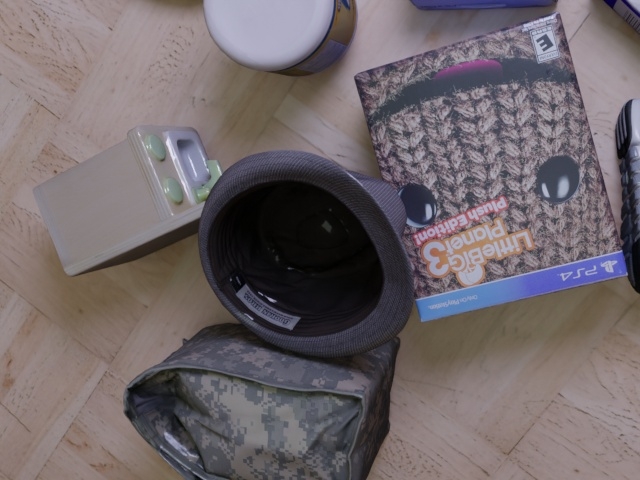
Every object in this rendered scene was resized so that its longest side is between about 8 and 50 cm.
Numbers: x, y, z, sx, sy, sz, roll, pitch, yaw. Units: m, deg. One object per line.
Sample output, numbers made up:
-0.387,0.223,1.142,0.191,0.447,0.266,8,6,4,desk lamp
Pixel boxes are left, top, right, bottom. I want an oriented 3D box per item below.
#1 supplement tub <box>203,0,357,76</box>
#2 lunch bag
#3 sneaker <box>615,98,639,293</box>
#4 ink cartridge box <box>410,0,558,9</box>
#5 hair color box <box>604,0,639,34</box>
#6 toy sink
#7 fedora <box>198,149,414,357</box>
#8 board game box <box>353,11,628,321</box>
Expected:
-0.037,-0.264,0.995,0.145,0.200,0.144,2,99,13,supplement tub
-0.068,0.192,1.045,0.287,0.235,0.168,9,102,12,lunch bag
0.405,-0.052,0.954,0.132,0.086,0.228,1,77,5,sneaker
0.187,-0.389,0.975,0.172,0.100,0.237,2,98,14,ink cartridge box
0.479,-0.339,0.908,0.185,0.110,0.339,46,103,5,hair color box
-0.208,-0.063,1.079,0.234,0.153,0.131,-23,89,21,toy sink
0.000,0.000,0.942,0.275,0.124,0.243,-26,101,40,fedora
0.195,-0.081,0.993,0.232,0.141,0.290,-16,93,15,board game box
